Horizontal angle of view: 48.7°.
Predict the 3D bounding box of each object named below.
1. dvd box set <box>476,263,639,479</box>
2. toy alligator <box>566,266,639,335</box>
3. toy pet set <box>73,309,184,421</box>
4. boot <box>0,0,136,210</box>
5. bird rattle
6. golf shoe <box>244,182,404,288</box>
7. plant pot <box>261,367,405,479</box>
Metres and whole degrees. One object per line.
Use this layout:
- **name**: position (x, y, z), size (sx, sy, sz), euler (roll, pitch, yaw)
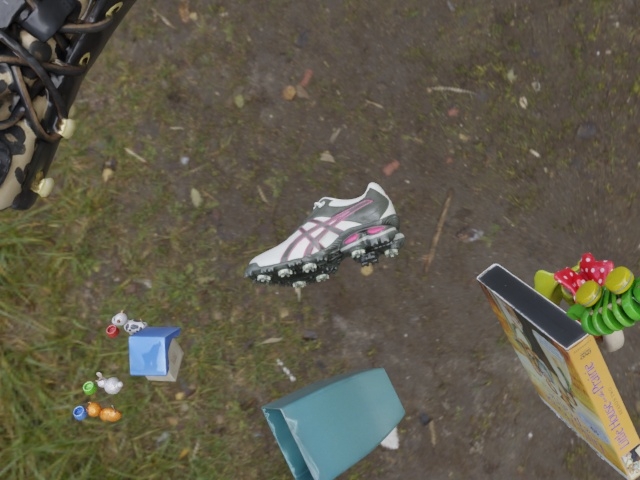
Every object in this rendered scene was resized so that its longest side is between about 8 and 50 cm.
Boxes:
- **dvd box set**: position (0.495, 0.267, 1.450), size (0.062, 0.420, 0.307), euler (-36, 31, -3)
- **toy alligator**: position (0.319, 0.058, 0.707), size (0.056, 0.051, 0.190), euler (35, 142, -13)
- **toy pet set**: position (-0.217, 0.131, 0.785), size (0.114, 0.065, 0.122), euler (-1, 51, 13)
- **boot**: position (-0.142, -0.149, 0.401), size (0.377, 0.138, 0.284), euler (29, 93, 42)
- **bird rattle**: position (0.531, 0.121, 1.383), size (0.143, 0.253, 0.206), euler (-32, 91, -7)
- **golf shoe**: position (0.000, 0.000, 1.174), size (0.273, 0.105, 0.120), euler (-18, 67, 11)
- **plant pot**: position (0.036, 0.353, 1.410), size (0.234, 0.166, 0.165), euler (-25, 87, -20)
